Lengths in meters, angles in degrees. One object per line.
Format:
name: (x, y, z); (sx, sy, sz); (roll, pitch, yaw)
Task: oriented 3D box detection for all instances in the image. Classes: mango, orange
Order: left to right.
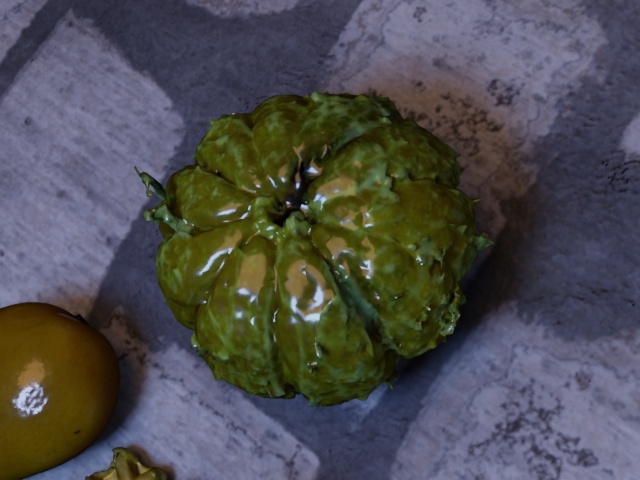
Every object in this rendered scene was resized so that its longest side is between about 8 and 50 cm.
mango: (-0.320, 0.157, 1.368); (0.254, 0.139, 0.175); (-21, 56, 21)
orange: (0.000, 0.000, 1.248); (0.301, 0.223, 0.300); (-36, 72, 3)

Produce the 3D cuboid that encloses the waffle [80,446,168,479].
waffle: (-0.230, 0.337, 1.308); (0.291, 0.051, 0.291); (-7, 69, 18)
